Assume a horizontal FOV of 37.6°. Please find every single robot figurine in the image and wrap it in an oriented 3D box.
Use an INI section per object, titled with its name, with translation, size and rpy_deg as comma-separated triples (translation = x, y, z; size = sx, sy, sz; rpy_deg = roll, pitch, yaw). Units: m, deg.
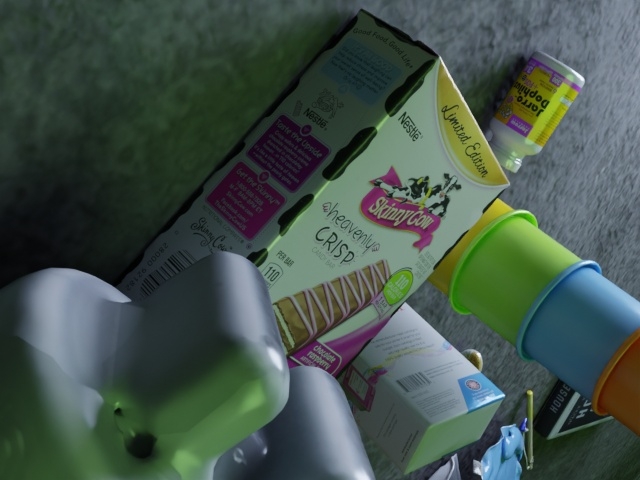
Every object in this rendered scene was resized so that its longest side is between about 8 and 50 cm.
[robot figurine]
translation = -0.151, 0.148, 0.405
size = 0.353, 0.200, 0.300
rpy_deg = -33, 108, 4

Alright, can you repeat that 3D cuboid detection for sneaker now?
[sneaker]
translation = 0.139, 0.129, 0.900
size = 0.037, 0.032, 0.083
rpy_deg = -36, 151, -42

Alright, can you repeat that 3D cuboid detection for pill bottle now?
[pill bottle]
translation = 0.153, -0.093, 0.687
size = 0.043, 0.043, 0.083
rpy_deg = 13, 112, -52

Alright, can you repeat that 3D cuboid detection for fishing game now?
[fishing game]
translation = 0.178, 0.288, 1.020
size = 0.264, 0.041, 0.189
rpy_deg = -55, 145, -38

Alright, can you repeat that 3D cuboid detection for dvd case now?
[dvd case]
translation = 0.377, 0.158, 1.187
size = 0.238, 0.029, 0.179
rpy_deg = -2, 123, -48

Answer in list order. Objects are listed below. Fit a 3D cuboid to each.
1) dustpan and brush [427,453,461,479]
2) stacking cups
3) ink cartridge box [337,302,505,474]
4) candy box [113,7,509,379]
[dustpan and brush]
translation = 0.099, 0.349, 1.030
size = 0.211, 0.060, 0.147
rpy_deg = -39, 144, -16
[stacking cups]
translation = 0.186, 0.068, 0.637
size = 0.096, 0.316, 0.096
rpy_deg = -31, 143, -27
[ink cartridge box]
translation = 0.060, 0.103, 0.701
size = 0.088, 0.122, 0.052
rpy_deg = -10, 134, -42
[candy box]
translation = 0.000, 0.000, 0.581
size = 0.233, 0.071, 0.159
rpy_deg = -49, 145, -1
